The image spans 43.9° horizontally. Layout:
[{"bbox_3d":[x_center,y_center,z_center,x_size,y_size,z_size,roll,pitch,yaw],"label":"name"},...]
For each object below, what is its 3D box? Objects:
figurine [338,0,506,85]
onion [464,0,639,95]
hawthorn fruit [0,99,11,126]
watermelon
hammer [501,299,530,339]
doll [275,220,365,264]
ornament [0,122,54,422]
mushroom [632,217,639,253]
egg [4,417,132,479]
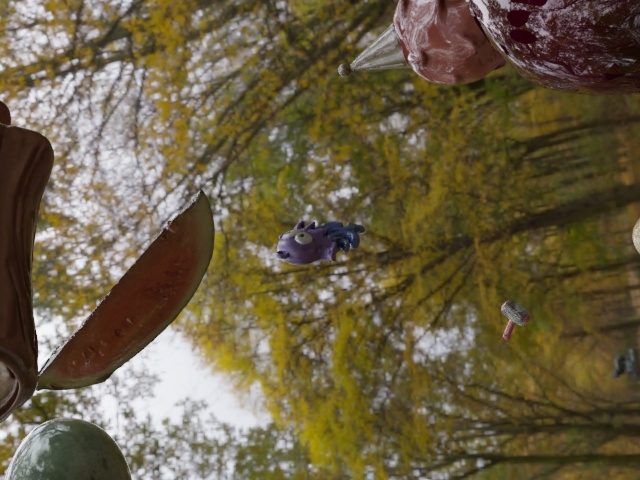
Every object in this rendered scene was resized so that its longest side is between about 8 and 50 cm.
[{"bbox_3d":[0.194,-0.283,0.929,0.207,0.386,0.166,-6,-102,-55],"label":"figurine"},{"bbox_3d":[0.264,-0.252,0.606,0.260,0.336,0.282,-63,-41,-51],"label":"onion"},{"bbox_3d":[-0.555,-0.172,1.234,0.138,0.132,0.133,-49,-52,-45],"label":"hawthorn fruit"},{"bbox_3d":[-0.177,0.054,0.758,0.063,0.245,0.119,44,-177,9],"label":"watermelon"},{"bbox_3d":[0.334,0.144,1.387,0.031,0.052,0.083,-28,-37,-33],"label":"hammer"},{"bbox_3d":[0.000,0.000,1.283,0.205,0.109,0.067,-20,-61,-48],"label":"doll"},{"bbox_3d":[-0.321,0.027,0.629,0.221,0.235,0.218,56,-168,-53],"label":"ornament"},{"bbox_3d":[0.667,-0.010,1.497,0.112,0.147,0.148,70,-163,-68],"label":"mushroom"},{"bbox_3d":[-0.338,0.343,1.067,0.169,0.169,0.236,66,174,-34],"label":"egg"}]
